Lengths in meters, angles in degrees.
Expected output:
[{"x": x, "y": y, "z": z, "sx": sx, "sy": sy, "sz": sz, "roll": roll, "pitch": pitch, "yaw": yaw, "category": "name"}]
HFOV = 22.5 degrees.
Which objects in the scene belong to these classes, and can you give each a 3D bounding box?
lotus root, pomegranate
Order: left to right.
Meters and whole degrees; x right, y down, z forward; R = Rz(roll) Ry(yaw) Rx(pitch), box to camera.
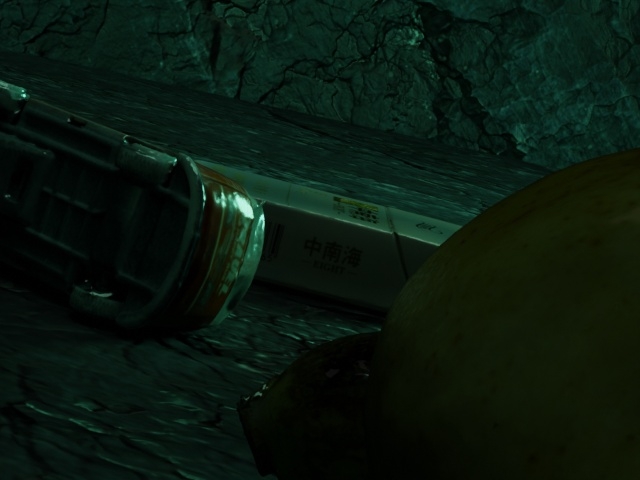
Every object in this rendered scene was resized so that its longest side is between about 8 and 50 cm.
[{"x": 0.050, "y": 0.086, "z": 0.716, "sx": 0.179, "sy": 0.089, "sz": 0.081, "roll": 4, "pitch": -35, "yaw": 6, "category": "lotus root"}, {"x": 0.124, "y": 0.078, "z": 0.510, "sx": 0.233, "sy": 0.233, "sz": 0.233, "roll": 14, "pitch": 9, "yaw": -2, "category": "pomegranate"}]

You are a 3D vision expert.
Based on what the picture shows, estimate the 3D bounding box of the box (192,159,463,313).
[{"x": 0.000, "y": 0.000, "z": 1.289, "sx": 0.242, "sy": 0.067, "sz": 0.155, "roll": 14, "pitch": 10, "yaw": -3, "category": "box"}]

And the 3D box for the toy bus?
[{"x": -0.149, "y": -0.022, "z": 1.048, "sx": 0.265, "sy": 0.121, "sz": 0.120, "roll": 21, "pitch": 2, "yaw": 38, "category": "toy bus"}]
